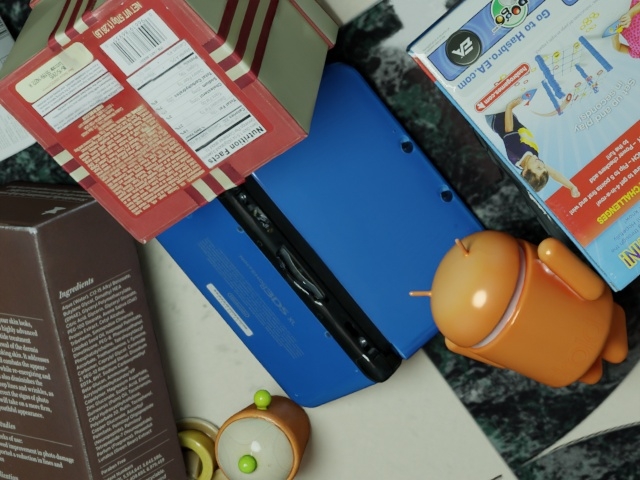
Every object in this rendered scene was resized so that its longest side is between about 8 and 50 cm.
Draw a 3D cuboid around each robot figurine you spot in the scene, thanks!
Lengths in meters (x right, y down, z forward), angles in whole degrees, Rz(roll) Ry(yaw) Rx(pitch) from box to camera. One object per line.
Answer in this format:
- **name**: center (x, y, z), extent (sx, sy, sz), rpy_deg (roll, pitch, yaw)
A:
- **robot figurine**: center (0.205, 0.066, 1.816), extent (0.219, 0.158, 0.128), rpy_deg (24, 82, -20)

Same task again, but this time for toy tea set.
- **toy tea set**: center (-0.054, 0.325, 1.988), extent (0.200, 0.124, 0.336), rpy_deg (-31, 95, 22)

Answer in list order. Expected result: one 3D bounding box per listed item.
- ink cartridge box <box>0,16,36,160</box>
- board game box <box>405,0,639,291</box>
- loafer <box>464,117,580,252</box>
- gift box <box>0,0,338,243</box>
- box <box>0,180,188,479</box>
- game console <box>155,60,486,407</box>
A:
- **ink cartridge box**: center (-0.413, -0.161, 1.970), extent (0.232, 0.066, 0.189), rpy_deg (-20, 104, 42)
- **board game box**: center (0.292, -0.166, 1.702), extent (0.308, 0.086, 0.302), rpy_deg (-41, 96, 4)
- **loafer**: center (0.213, -0.091, 1.811), extent (0.078, 0.076, 0.223), rpy_deg (-37, 95, 9)
- **gift box**: center (-0.148, -0.205, 1.757), extent (0.255, 0.258, 0.276), rpy_deg (-27, 116, 24)
- **box**: center (-0.279, 0.136, 1.951), extent (0.191, 0.143, 0.381), rpy_deg (6, 115, 42)
- **game console**: center (0.000, 0.000, 1.917), extent (0.293, 0.173, 0.250), rpy_deg (51, 144, -8)
